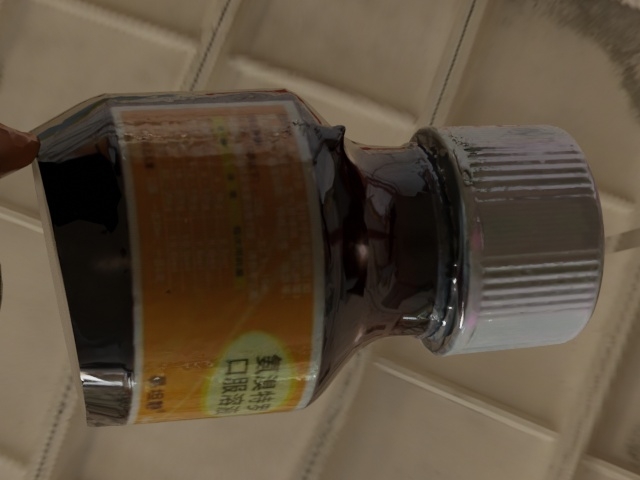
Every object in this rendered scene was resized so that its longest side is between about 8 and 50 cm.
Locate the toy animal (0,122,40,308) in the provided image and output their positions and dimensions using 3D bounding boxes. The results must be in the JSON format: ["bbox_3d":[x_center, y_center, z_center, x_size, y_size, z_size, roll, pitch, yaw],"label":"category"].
[{"bbox_3d":[-0.317,0.062,1.030,0.216,0.191,0.338,20,-101,28],"label":"toy animal"}]

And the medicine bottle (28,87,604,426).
[{"bbox_3d":[0.000,0.000,1.131,0.395,0.242,0.242,-7,-93,-11],"label":"medicine bottle"}]
